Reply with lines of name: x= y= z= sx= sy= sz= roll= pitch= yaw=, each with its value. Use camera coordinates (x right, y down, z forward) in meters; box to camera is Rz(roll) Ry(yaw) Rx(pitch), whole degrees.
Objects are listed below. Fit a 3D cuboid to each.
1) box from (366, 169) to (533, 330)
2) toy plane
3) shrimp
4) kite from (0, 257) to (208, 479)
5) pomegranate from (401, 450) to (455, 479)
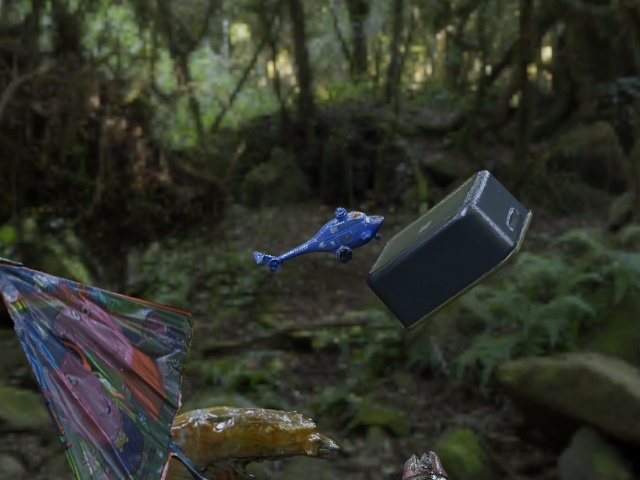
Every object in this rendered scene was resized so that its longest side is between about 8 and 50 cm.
box: x=0.161 y=0.010 z=1.526 sx=0.201 sy=0.090 sz=0.144 roll=-39 pitch=9 yaw=34
toy plane: x=0.000 y=0.000 z=1.485 sx=0.167 sy=0.062 sz=0.054 roll=-22 pitch=25 yaw=-4
shrimp: x=-0.075 y=0.213 z=1.162 sx=0.187 sy=0.132 sz=0.052 roll=-3 pitch=35 yaw=2
kite: x=-0.143 y=0.090 z=0.798 sx=0.016 sy=0.234 sz=0.321 roll=-36 pitch=20 yaw=16
pomegranate: x=0.137 y=0.323 z=1.423 sx=0.125 sy=0.163 sz=0.138 roll=-4 pitch=-43 yaw=33
